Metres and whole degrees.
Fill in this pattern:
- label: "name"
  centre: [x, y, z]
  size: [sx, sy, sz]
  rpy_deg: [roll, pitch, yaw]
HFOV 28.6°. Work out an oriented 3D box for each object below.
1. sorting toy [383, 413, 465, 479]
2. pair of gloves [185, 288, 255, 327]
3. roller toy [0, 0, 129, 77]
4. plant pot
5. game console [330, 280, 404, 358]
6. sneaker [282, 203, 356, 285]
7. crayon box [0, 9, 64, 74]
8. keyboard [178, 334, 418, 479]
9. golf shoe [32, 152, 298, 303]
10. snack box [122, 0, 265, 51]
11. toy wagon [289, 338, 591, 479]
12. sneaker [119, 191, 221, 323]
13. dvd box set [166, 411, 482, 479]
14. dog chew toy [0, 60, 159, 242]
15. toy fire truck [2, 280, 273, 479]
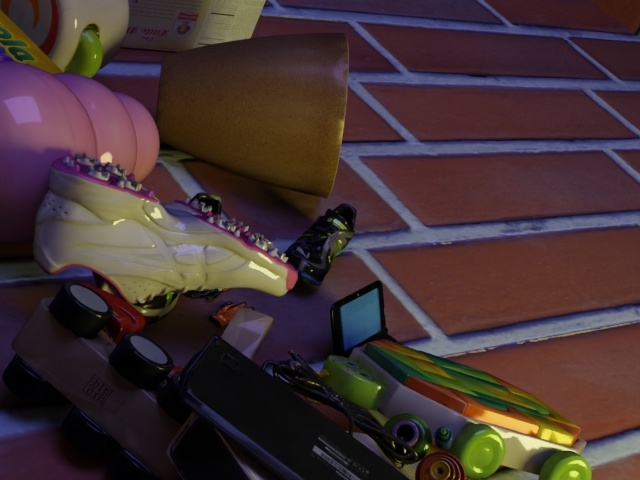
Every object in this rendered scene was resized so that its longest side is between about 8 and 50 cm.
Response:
- label: "sorting toy"
  centre: [0.102, 0.203, 1.216]
  size: [0.061, 0.042, 0.102]
  rpy_deg: [-39, 68, -11]
- label: "pair of gloves"
  centre: [-0.122, 0.073, 1.528]
  size: [0.083, 0.010, 0.074]
  rpy_deg: [41, 33, 26]
- label: "roller toy"
  centre: [-0.375, -0.331, 1.785]
  size: [0.191, 0.209, 0.146]
  rpy_deg: [-1, 12, 34]
- label: "plant pot"
  centre: [-0.103, -0.187, 1.778]
  size: [0.254, 0.237, 0.237]
  rpy_deg: [5, 33, -7]
- label: "game console"
  centre: [0.070, 0.120, 1.542]
  size: [0.107, 0.071, 0.122]
  rpy_deg: [38, 32, 20]
- label: "sneaker"
  centre: [0.000, 0.000, 1.670]
  size: [0.067, 0.078, 0.188]
  rpy_deg: [30, 30, 7]
- label: "crayon box"
  centre: [-0.537, -0.242, 1.606]
  size: [0.363, 0.106, 0.313]
  rpy_deg: [43, 34, 26]
- label: "keyboard"
  centre: [0.017, 0.194, 1.124]
  size: [0.317, 0.033, 0.201]
  rpy_deg: [38, 21, -1]
- label: "golf shoe"
  centre: [-0.174, 0.015, 1.387]
  size: [0.306, 0.140, 0.115]
  rpy_deg: [23, 6, -22]
- label: "snack box"
  centre: [-0.233, -0.396, 2.010]
  size: [0.321, 0.187, 0.060]
  rpy_deg: [-2, 39, -40]
- label: "toy wagon"
  centre: [0.129, 0.180, 1.372]
  size: [0.344, 0.068, 0.267]
  rpy_deg: [20, 6, -28]
- label: "sneaker"
  centre: [-0.182, 0.008, 1.484]
  size: [0.084, 0.097, 0.235]
  rpy_deg: [24, 32, 7]
- label: "dvd box set"
  centre: [0.085, 0.297, 1.151]
  size: [0.420, 0.062, 0.308]
  rpy_deg: [19, 24, -51]
- label: "dog chew toy"
  centre: [-0.316, -0.110, 1.494]
  size: [0.206, 0.207, 0.332]
  rpy_deg: [37, 23, 19]
- label: "toy fire truck"
  centre: [-0.168, 0.123, 1.305]
  size: [0.217, 0.158, 0.246]
  rpy_deg: [38, 11, 10]
